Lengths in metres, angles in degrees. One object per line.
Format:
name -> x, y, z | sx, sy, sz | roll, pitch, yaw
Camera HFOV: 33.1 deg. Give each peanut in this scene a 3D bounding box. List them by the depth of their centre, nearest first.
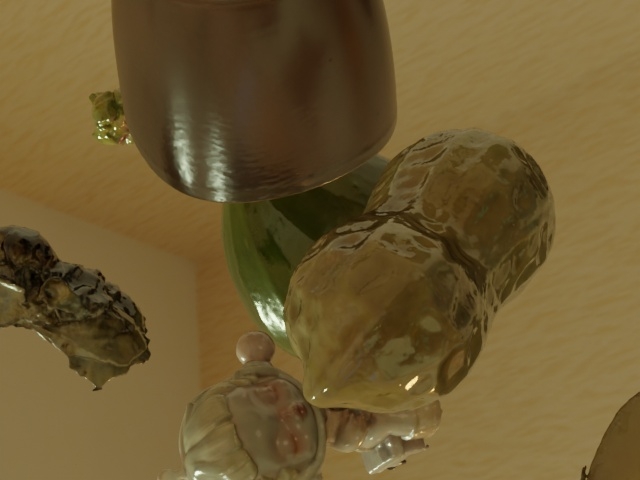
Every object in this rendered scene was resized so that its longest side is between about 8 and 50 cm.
peanut -> 0.066, 0.011, 0.643 | 0.120, 0.136, 0.298 | 31, -147, 9

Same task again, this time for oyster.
oyster -> -0.279, 0.057, 1.134 | 0.232, 0.107, 0.161 | 23, -166, -23

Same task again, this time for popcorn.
popcorn -> -0.298, -0.188, 1.612 | 0.096, 0.109, 0.089 | 9, -139, -23

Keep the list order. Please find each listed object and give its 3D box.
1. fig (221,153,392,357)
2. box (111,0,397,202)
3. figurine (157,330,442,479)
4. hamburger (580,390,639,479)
fig -> 0.000, 0.000, 1.421 | 0.316, 0.316, 0.316 | 31, -133, -40
box -> -0.070, -0.209, 1.064 | 0.216, 0.300, 0.301 | 86, -168, -48
figurine -> -0.030, 0.173, 1.022 | 0.256, 0.144, 0.182 | -8, -93, -23
hamburger -> 0.343, 0.195, 0.826 | 0.186, 0.261, 0.303 | 4, -111, -58
